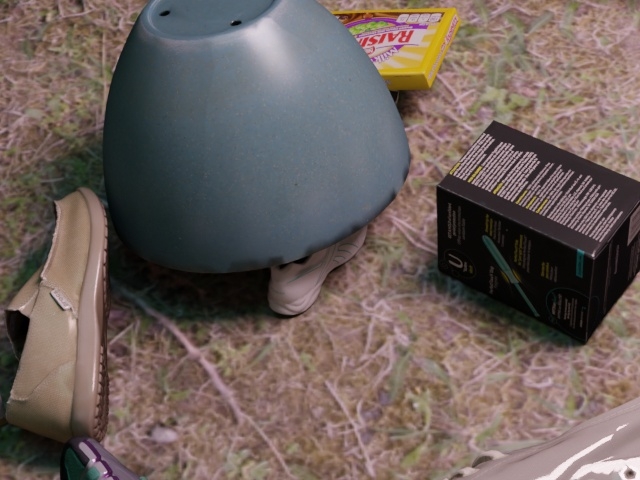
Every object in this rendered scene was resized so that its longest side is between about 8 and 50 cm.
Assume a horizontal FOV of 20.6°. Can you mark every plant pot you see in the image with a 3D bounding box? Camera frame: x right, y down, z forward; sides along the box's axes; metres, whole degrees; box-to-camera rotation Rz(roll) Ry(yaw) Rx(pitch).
[{"bbox_3d":[-0.075,-0.134,1.617,0.290,0.195,0.290,-9,35,6],"label":"plant pot"}]

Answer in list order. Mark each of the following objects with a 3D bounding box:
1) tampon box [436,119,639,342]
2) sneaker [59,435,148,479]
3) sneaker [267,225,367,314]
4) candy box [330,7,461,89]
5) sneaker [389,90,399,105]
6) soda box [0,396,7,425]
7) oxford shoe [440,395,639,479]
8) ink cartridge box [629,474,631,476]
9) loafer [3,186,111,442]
[{"bbox_3d":[0.197,-0.010,1.584,0.161,0.120,0.101,27,56,24],"label":"tampon box"},{"bbox_3d":[-0.128,0.242,1.426,0.098,0.083,0.223,-12,50,-35],"label":"sneaker"},{"bbox_3d":[0.000,0.000,1.629,0.054,0.061,0.152,19,51,21],"label":"sneaker"},{"bbox_3d":[0.031,-0.194,1.788,0.206,0.027,0.105,2,48,27],"label":"candy box"},{"bbox_3d":[0.069,-0.164,1.786,0.032,0.037,0.083,16,53,15],"label":"sneaker"},{"bbox_3d":[-0.365,0.093,1.564,0.074,0.069,0.216,-31,53,-21],"label":"soda box"},{"bbox_3d":[0.125,0.233,1.334,0.449,0.169,0.130,-22,56,-15],"label":"oxford shoe"},{"bbox_3d":[0.279,0.206,1.447,0.115,0.029,0.063,32,58,29],"label":"ink cartridge box"},{"bbox_3d":[-0.234,0.060,1.563,0.092,0.102,0.268,-1,49,-5],"label":"loafer"}]
